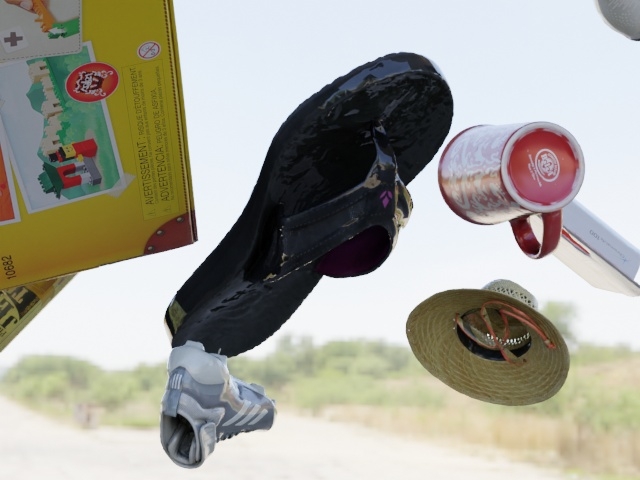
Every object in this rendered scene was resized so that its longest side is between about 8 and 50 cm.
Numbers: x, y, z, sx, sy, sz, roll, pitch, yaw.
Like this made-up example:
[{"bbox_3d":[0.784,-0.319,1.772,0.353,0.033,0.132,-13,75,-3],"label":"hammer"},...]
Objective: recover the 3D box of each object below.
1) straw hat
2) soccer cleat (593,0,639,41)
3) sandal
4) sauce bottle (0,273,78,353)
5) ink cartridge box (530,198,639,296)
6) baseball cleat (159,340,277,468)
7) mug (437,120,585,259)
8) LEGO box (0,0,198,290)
[{"bbox_3d":[0.144,0.066,1.142,0.144,0.061,0.144,16,-39,14],"label":"straw hat"},{"bbox_3d":[0.392,-0.326,1.339,0.143,0.331,0.116,43,8,-41],"label":"soccer cleat"},{"bbox_3d":[0.001,0.001,1.316,0.167,0.107,0.446,-4,-35,-35],"label":"sandal"},{"bbox_3d":[-0.402,0.087,1.658,0.111,0.344,0.111,41,-8,7],"label":"sauce bottle"},{"bbox_3d":[0.353,-0.047,2.113,0.308,0.091,0.385,39,-1,0],"label":"ink cartridge box"},{"bbox_3d":[-0.103,0.166,1.317,0.072,0.109,0.206,8,-20,25],"label":"baseball cleat"},{"bbox_3d":[0.216,-0.063,1.482,0.150,0.113,0.169,36,-8,-10],"label":"mug"},{"bbox_3d":[-0.332,-0.174,1.347,0.372,0.193,0.500,-13,-38,-11],"label":"LEGO box"}]
